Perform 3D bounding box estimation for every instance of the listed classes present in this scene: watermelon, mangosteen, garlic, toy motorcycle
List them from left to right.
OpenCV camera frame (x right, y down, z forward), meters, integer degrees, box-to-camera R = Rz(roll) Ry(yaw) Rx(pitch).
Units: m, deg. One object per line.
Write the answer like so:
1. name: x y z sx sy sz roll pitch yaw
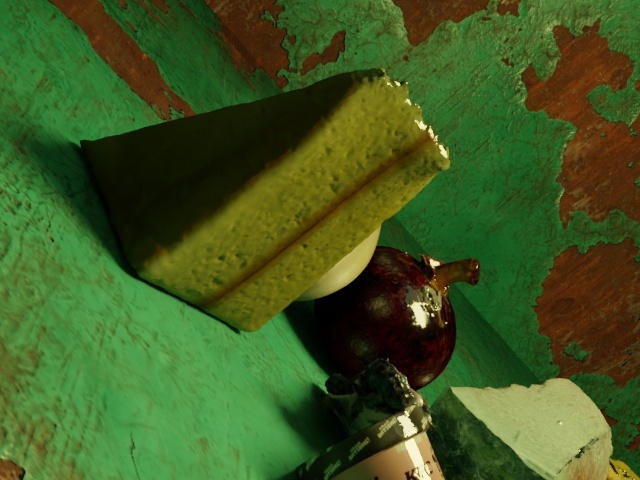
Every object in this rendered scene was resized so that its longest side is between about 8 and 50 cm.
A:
1. garlic: 0.000 0.000 1.434 0.110 0.228 0.217 53 12 -29
2. toy motorcycle: 0.094 0.243 1.249 0.204 0.108 0.239 58 -4 3
3. mangosteen: 0.120 0.096 1.491 0.235 0.261 0.235 49 13 -16
4. watermelon: 0.307 0.311 1.442 0.228 0.258 0.387 13 -37 47

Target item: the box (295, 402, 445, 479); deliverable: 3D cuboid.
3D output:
1. box: 0.068 0.265 1.068 0.135 0.151 0.151 64 14 14

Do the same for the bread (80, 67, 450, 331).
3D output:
1. bread: -0.050 -0.094 1.179 0.233 0.361 0.245 36 21 -50

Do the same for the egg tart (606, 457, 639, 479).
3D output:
1. egg tart: 0.429 0.442 1.580 0.341 0.132 0.341 167 -90 -70
